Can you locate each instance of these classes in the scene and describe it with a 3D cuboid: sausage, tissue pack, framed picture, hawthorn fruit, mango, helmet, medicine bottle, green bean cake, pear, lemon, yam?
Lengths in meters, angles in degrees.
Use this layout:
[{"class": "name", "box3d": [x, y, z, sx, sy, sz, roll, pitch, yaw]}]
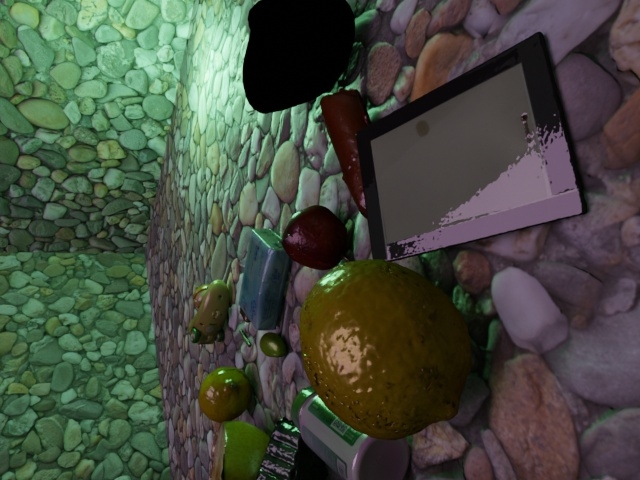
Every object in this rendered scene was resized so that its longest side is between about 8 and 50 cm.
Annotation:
[{"class": "sausage", "box3d": [0.079, -0.179, 0.901, 0.102, 0.102, 0.330, -50, 48, 47]}, {"class": "tissue pack", "box3d": [-0.173, 0.114, 1.328, 0.177, 0.089, 0.263, 37, 121, 52]}, {"class": "framed picture", "box3d": [0.200, -0.120, 0.690, 0.347, 0.016, 0.265, -20, 71, 43]}, {"class": "hawthorn fruit", "box3d": [0.000, 0.000, 1.009, 0.172, 0.148, 0.148, 30, 117, 27]}, {"class": "mango", "box3d": [-0.139, 0.310, 1.296, 0.108, 0.056, 0.073, 12, 103, 47]}, {"class": "helmet", "box3d": [-0.047, -0.452, 1.034, 0.338, 0.197, 0.271, -47, 57, 57]}, {"class": "medicine bottle", "box3d": [0.044, 0.391, 0.895, 0.274, 0.133, 0.134, 6, 94, 59]}, {"class": "green bean cake", "box3d": [-0.047, 0.548, 1.052, 0.107, 0.193, 0.208, -1, 63, 42]}, {"class": "pear", "box3d": [-0.208, 0.693, 1.244, 0.386, 0.191, 0.341, 156, 121, -72]}, {"class": "lemon", "box3d": [0.092, 0.160, 0.703, 0.310, 0.257, 0.258, 50, 130, 46]}, {"class": "yam", "box3d": [-0.265, 0.344, 1.549, 0.107, 0.014, 0.014, 37, 120, 55]}, {"class": "lemon", "box3d": [-0.318, 0.517, 1.478, 0.180, 0.180, 0.193, -127, 24, -47]}]

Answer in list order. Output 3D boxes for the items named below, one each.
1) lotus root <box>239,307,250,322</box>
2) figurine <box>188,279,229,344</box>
[{"class": "lotus root", "box3d": [-0.253, 0.245, 1.510, 0.083, 0.037, 0.030, 51, 127, 49]}, {"class": "figurine", "box3d": [-0.452, 0.276, 1.778, 0.325, 0.124, 0.222, -64, 35, 30]}]
